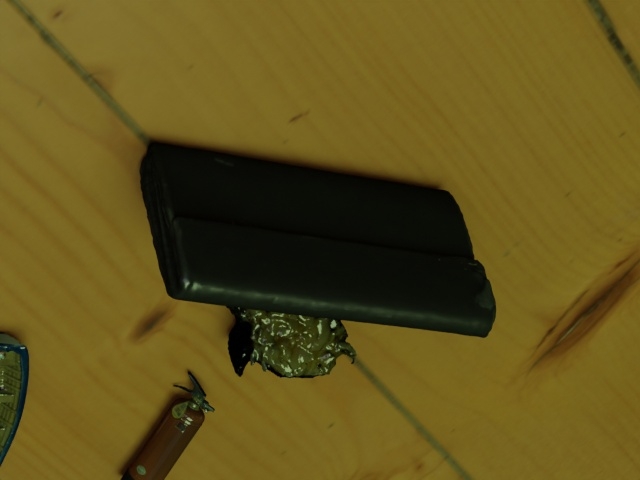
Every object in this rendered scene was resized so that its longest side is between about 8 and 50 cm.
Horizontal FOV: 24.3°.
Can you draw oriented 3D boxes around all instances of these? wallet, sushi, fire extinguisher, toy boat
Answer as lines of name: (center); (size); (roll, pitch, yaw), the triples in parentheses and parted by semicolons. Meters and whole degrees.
wallet: (0.000, -0.001, 1.713); (0.406, 0.228, 0.062); (7, 132, -27)
sushi: (-0.058, 0.086, 1.809); (0.147, 0.115, 0.212); (-26, 127, -7)
fire extinguisher: (-0.194, 0.250, 1.895); (0.062, 0.050, 0.177); (35, 104, 5)
toy boat: (-0.402, 0.213, 1.784); (0.080, 0.046, 0.228); (4, 118, -26)
